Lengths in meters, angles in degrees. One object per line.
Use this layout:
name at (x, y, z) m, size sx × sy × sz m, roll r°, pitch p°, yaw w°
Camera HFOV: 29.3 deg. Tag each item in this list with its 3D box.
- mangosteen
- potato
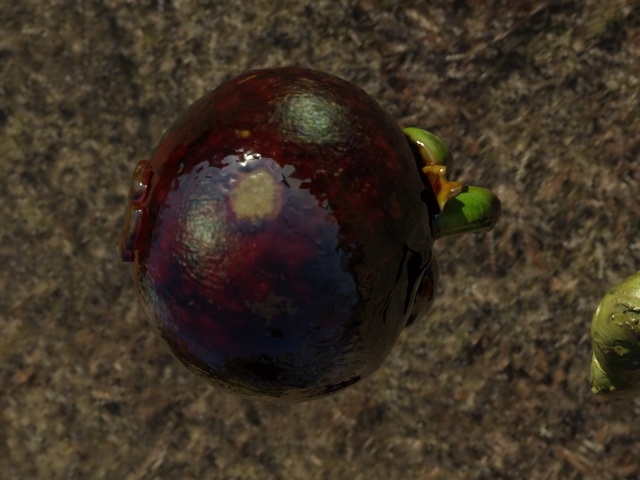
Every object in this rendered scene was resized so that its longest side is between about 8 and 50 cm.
mangosteen at (0.000, 0.000, 1.114) m, size 0.359 × 0.306 × 0.306 m, roll 9°, pitch 137°, yaw -8°
potato at (0.361, 0.112, 1.381) m, size 0.117 × 0.090 × 0.225 m, roll 0°, pitch 144°, yaw -1°
